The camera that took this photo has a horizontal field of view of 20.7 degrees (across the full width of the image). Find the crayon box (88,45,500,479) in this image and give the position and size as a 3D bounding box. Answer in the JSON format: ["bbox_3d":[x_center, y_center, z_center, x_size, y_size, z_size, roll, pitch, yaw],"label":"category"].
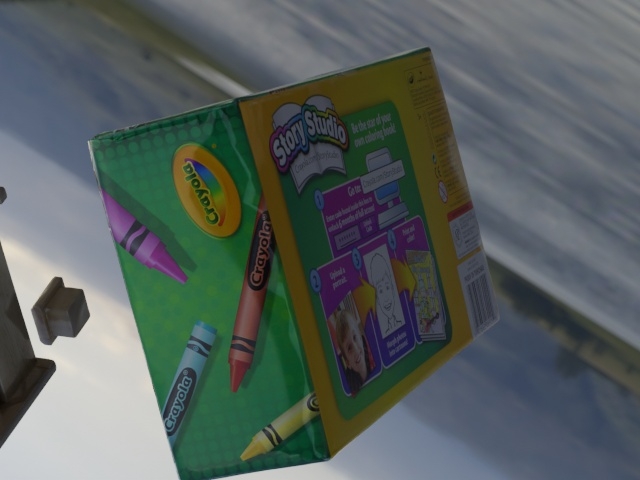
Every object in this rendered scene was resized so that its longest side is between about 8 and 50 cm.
[{"bbox_3d":[0.000,0.000,0.891,0.081,0.165,0.278,-12,-174,24],"label":"crayon box"}]

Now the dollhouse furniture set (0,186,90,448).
[{"bbox_3d":[-0.365,0.040,1.416,0.174,0.303,0.355,5,-144,20],"label":"dollhouse furniture set"}]
